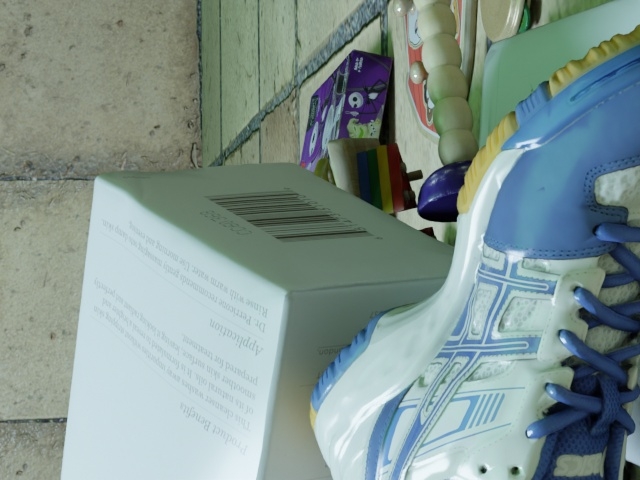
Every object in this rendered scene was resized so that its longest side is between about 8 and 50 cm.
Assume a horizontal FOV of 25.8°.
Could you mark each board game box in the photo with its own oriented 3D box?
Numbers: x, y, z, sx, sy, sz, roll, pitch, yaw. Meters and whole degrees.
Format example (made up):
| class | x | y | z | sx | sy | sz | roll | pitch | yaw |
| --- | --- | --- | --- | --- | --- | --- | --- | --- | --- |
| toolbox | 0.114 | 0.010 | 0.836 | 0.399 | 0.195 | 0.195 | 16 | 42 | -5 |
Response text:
| class | x | y | z | sx | sy | sz | roll | pitch | yaw |
| --- | --- | --- | --- | --- | --- | --- | --- | --- | --- |
| board game box | 0.000 | 0.000 | 1.402 | 0.208 | 0.056 | 0.346 | 132 | 148 | -79 |

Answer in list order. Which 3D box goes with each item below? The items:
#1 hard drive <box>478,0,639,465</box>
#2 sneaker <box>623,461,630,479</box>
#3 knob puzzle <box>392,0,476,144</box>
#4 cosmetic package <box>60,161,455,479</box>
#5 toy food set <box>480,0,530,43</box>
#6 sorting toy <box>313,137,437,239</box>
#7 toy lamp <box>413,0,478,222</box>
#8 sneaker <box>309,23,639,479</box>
| class | x | y | z | sx | sy | sz | roll | pitch | yaw |
| --- | --- | --- | --- | --- | --- | --- | --- | --- | --- |
| hard drive | 0.156 | -0.011 | 0.756 | 0.353 | 0.047 | 0.233 | -171 | 85 | -79 |
| sneaker | 0.116 | 0.206 | 0.849 | 0.083 | 0.098 | 0.223 | -112 | 25 | -63 |
| knob puzzle | 0.090 | -0.168 | 1.160 | 0.213 | 0.030 | 0.213 | 180 | 90 | -78 |
| cosmetic package | -0.045 | 0.167 | 0.836 | 0.217 | 0.156 | 0.384 | 30 | 118 | 48 |
| toy food set | 0.132 | -0.174 | 0.972 | 0.082 | 0.020 | 0.083 | 108 | 159 | -57 |
| sorting toy | 0.052 | -0.014 | 1.025 | 0.274 | 0.046 | 0.132 | -16 | -87 | -76 |
| toy lamp | 0.089 | -0.153 | 1.031 | 0.080 | 0.080 | 0.274 | 121 | 143 | -69 |
| sneaker | 0.105 | 0.045 | 0.584 | 0.296 | 0.112 | 0.131 | -59 | 39 | 38 |
